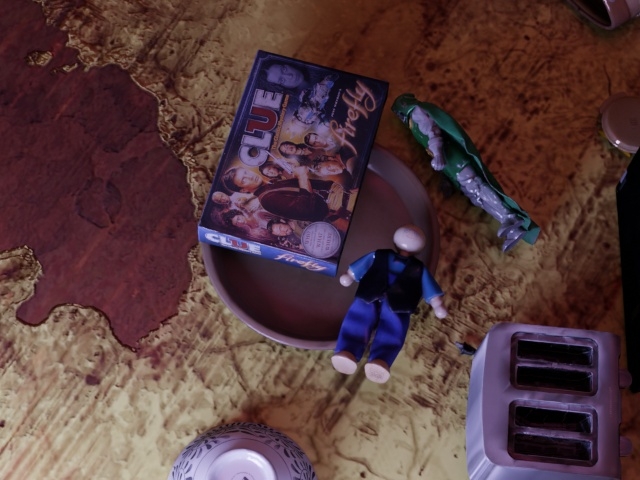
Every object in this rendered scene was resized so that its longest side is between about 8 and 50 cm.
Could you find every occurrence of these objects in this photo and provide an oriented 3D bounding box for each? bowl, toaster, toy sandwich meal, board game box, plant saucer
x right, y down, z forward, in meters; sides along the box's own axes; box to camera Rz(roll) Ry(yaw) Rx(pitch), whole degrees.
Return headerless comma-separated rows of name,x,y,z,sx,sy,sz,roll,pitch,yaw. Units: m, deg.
bowl,-0.083,0.264,1.338,0.170,0.080,0.170,1,66,-2
toaster,0.239,0.182,1.370,0.185,0.110,0.168,6,66,0
toy sandwich meal,0.379,-0.141,1.559,0.085,0.029,0.086,2,69,-6
board game box,-0.029,-0.093,1.468,0.165,0.042,0.243,14,67,4
plant saucer,0.000,0.000,1.475,0.277,0.041,0.278,1,66,-2

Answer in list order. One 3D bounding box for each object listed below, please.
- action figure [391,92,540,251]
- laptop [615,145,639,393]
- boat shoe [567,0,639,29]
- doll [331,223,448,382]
action figure,0.160,-0.091,1.491,0.063,0.137,0.232,-36,64,-3
laptop,0.477,-0.081,1.343,0.236,0.382,0.408,3,67,-1
boat shoe,0.290,-0.391,1.613,0.324,0.123,0.116,40,73,15
doll,0.079,0.065,1.405,0.129,0.046,0.189,14,61,13
